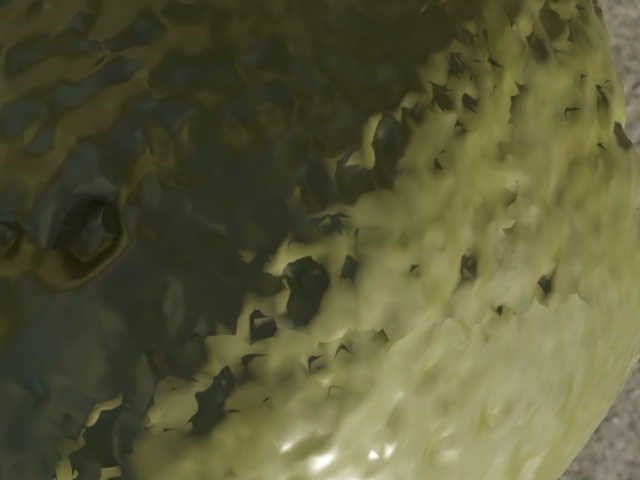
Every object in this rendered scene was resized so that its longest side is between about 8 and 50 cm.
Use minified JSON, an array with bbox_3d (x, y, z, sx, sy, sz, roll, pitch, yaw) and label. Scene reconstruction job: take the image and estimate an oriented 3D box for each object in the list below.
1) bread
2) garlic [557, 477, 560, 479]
[{"bbox_3d":[-0.067,-0.006,0.465,0.237,0.320,0.320,-3,134,-48],"label":"bread"},{"bbox_3d":[0.115,0.179,1.321,0.152,0.228,0.228,-10,140,36],"label":"garlic"}]
